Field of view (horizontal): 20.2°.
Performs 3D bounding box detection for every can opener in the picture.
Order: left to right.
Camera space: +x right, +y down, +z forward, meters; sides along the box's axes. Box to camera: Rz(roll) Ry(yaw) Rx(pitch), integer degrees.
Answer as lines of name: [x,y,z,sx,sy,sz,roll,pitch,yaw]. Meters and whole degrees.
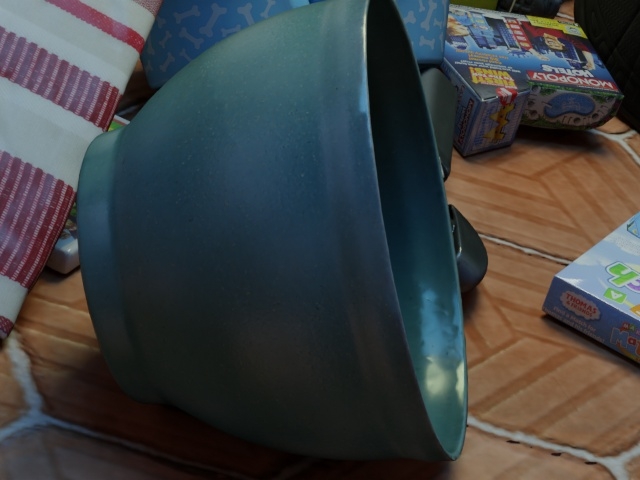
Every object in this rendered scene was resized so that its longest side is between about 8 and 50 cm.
can opener: [0.079,-0.044,1.422,0.093,0.074,0.280,44,25,-21]

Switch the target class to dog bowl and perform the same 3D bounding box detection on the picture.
dog bowl: [-0.021,-0.172,1.504,0.297,0.074,0.166,-6,1,-33]

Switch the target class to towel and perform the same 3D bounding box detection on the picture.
towel: [-0.253,-0.120,1.209,0.237,0.037,0.329,27,62,-12]

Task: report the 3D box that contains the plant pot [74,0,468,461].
plant pot: [-0.032,0.003,1.107,0.196,0.293,0.293,-9,29,10]

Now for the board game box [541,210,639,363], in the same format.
board game box: [0.289,0.042,1.385,0.160,0.039,0.211,29,34,22]

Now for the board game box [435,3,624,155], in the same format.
board game box: [0.162,-0.141,1.610,0.194,0.060,0.194,7,32,-14]

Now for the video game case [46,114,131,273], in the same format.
video game case: [-0.208,-0.056,1.340,0.183,0.023,0.201,25,31,17]

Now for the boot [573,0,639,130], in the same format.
boot: [0.444,-0.155,1.682,0.284,0.138,0.377,-15,45,-39]

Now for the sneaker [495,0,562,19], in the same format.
sneaker: [0.232,-0.303,1.868,0.122,0.110,0.283,14,31,-13]

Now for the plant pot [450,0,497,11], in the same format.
plant pot: [0.052,-0.349,1.763,0.228,0.207,0.227,-6,36,-34]
